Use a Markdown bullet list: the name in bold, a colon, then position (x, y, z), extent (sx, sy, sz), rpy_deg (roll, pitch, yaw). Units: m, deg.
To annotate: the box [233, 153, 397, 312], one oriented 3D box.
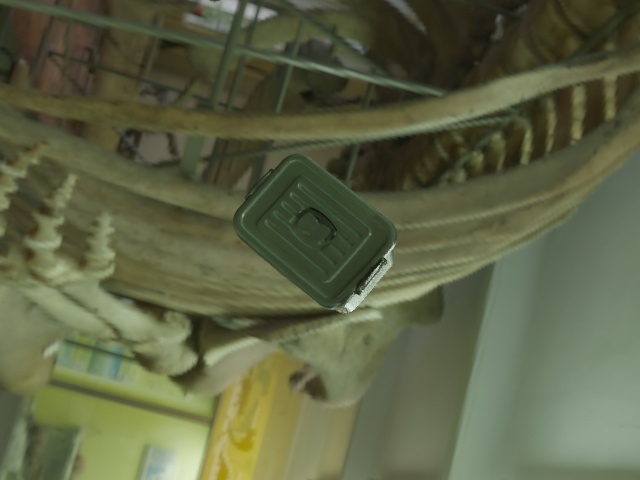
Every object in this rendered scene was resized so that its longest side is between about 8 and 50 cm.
- **box**: position (0.000, 0.000, 0.848), extent (0.084, 0.122, 0.069), rpy_deg (-48, 161, -6)
